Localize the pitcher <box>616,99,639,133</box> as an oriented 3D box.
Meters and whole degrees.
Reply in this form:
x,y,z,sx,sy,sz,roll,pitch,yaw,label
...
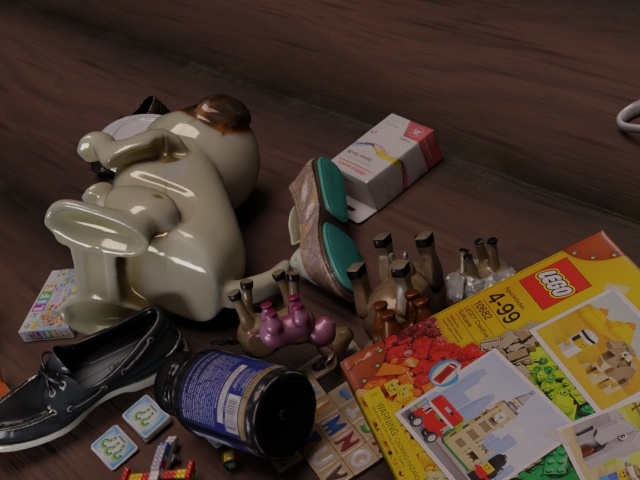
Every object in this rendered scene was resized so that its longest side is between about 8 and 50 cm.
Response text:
x,y,z,sx,sy,sz,roll,pitch,yaw,label
0.539,-0.190,1.755,0.178,0.125,0.207,-31,20,26,pitcher

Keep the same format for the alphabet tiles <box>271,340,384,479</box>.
x,y,z,sx,sy,sz,roll,pitch,yaw,label
0.011,0.245,1.584,0.198,0.009,0.237,-31,36,-10,alphabet tiles

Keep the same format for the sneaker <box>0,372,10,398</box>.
x,y,z,sx,sy,sz,roll,pitch,yaw,label
-0.508,0.263,1.822,0.067,0.064,0.175,-13,42,-11,sneaker

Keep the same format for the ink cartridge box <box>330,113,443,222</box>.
x,y,z,sx,sy,sz,roll,pitch,yaw,label
0.095,-0.124,1.946,0.198,0.067,0.115,-40,39,-19,ink cartridge box

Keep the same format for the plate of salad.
x,y,z,sx,sy,sz,roll,pitch,yaw,label
-0.339,-0.179,2.240,0.200,0.048,0.199,3,43,-3,plate of salad

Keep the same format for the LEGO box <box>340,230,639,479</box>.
x,y,z,sx,sy,sz,roll,pitch,yaw,label
0.289,0.261,1.253,0.373,0.193,0.500,-27,36,-3,LEGO box

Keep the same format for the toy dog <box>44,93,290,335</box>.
x,y,z,sx,sy,sz,roll,pitch,yaw,label
-0.229,-0.074,1.898,0.396,0.284,0.408,2,42,12,toy dog

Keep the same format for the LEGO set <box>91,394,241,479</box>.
x,y,z,sx,sy,sz,roll,pitch,yaw,label
-0.217,0.281,1.629,0.182,0.060,0.244,-40,40,-15,LEGO set

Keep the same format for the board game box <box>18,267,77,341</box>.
x,y,z,sx,sy,sz,roll,pitch,yaw,label
-0.449,0.109,1.995,0.104,0.026,0.154,-8,40,22,board game box

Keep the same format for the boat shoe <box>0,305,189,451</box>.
x,y,z,sx,sy,sz,roll,pitch,yaw,label
-0.368,0.200,1.734,0.340,0.113,0.127,-22,41,-11,boat shoe

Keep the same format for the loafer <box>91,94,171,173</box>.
x,y,z,sx,sy,sz,roll,pitch,yaw,label
-0.396,-0.220,2.331,0.080,0.078,0.220,11,48,38,loafer

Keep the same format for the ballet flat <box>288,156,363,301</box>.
x,y,z,sx,sy,sz,roll,pitch,yaw,label
0.000,0.000,1.827,0.106,0.107,0.316,-37,35,25,ballet flat

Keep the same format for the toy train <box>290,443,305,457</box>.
x,y,z,sx,sy,sz,roll,pitch,yaw,label
-0.072,0.255,1.588,0.036,0.027,0.158,-40,38,-14,toy train

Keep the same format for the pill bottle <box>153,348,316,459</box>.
x,y,z,sx,sy,sz,roll,pitch,yaw,label
-0.122,0.214,1.549,0.219,0.122,0.123,9,48,43,pill bottle

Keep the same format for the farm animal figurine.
x,y,z,sx,sy,sz,roll,pitch,yaw,label
0.069,0.114,1.587,0.330,0.172,0.327,8,30,43,farm animal figurine
